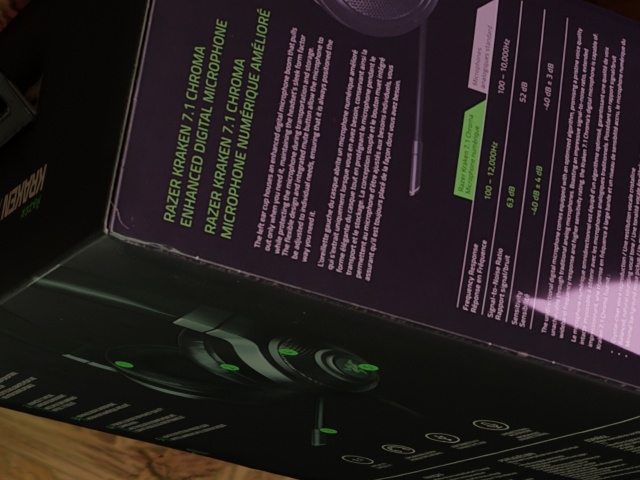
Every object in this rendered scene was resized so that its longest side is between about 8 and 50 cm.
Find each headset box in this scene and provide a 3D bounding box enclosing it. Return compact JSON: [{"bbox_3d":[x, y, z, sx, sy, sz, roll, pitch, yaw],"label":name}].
[{"bbox_3d":[0.000,0.000,0.696,0.283,0.131,0.246,16,160,-22],"label":"headset box"}]
